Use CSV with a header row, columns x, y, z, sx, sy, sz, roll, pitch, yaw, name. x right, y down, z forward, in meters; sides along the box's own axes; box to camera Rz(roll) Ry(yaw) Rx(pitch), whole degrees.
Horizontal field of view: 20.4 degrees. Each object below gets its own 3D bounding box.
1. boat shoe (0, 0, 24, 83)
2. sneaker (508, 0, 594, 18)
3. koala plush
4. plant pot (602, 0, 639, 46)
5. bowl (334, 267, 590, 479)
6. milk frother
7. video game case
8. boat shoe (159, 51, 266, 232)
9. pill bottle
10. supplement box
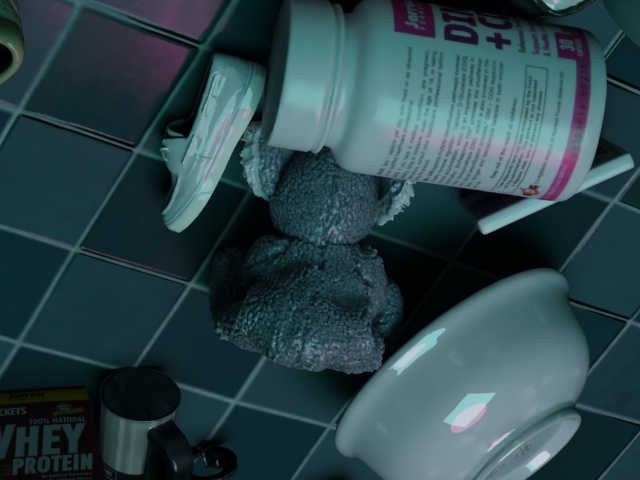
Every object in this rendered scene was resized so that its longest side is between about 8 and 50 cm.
x,y,z,sx,sy,sz,roll,pitch,yaw,name
-0.413,-0.135,1.471,0.341,0.110,0.121,-20,131,-2,boat shoe
0.107,-0.263,1.500,0.447,0.169,0.257,-21,129,-4,sneaker
0.000,0.000,1.682,0.196,0.203,0.221,12,98,-1,koala plush
0.344,-0.272,1.388,0.272,0.271,0.255,0,143,-18,plant pot
0.171,0.173,1.818,0.298,0.134,0.298,-31,156,-16,bowl
-0.158,0.204,1.854,0.143,0.129,0.134,-40,150,-46,milk frother
0.217,-0.055,1.731,0.157,0.143,0.019,-24,100,2,video game case
-0.114,-0.091,1.641,0.063,0.066,0.184,22,122,-15,boat shoe
0.098,-0.131,1.592,0.283,0.160,0.160,7,126,-10,pill bottle
-0.291,0.284,1.799,0.129,0.191,0.194,-3,128,-16,supplement box
